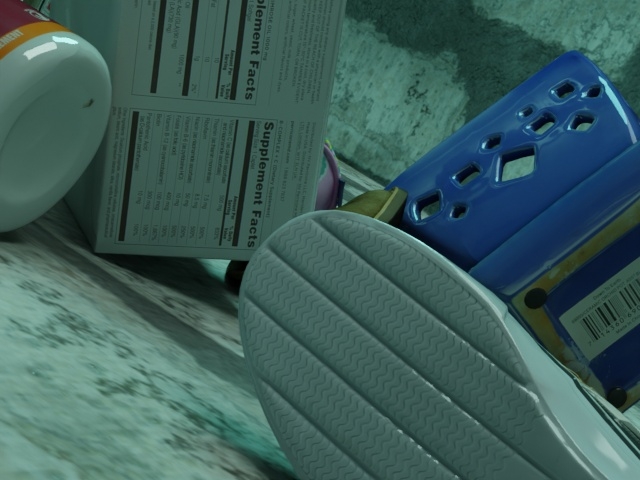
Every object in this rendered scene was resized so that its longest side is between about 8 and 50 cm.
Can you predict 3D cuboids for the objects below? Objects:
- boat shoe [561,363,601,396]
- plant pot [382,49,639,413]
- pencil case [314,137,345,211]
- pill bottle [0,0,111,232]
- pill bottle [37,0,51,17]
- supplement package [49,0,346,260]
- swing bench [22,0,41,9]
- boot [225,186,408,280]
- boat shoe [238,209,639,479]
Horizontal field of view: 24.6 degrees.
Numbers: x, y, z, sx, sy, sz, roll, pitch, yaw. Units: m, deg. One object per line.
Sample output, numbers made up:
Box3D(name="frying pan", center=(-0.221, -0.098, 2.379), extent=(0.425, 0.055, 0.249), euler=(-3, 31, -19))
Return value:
Box3D(name="boat shoe", center=(0.174, 0.124, 1.144), extent=(0.170, 0.063, 0.059), euler=(38, 2, -16))
Box3D(name="plant pot", center=(0.225, 0.011, 1.276), extent=(0.236, 0.236, 0.212), euler=(52, 2, -29))
Box3D(name="pencil case", center=(-0.058, -0.087, 1.467), extent=(0.124, 0.124, 0.284), euler=(28, 6, -16))
Box3D(name="pill bottle", center=(-0.236, -0.106, 0.830), extent=(0.221, 0.121, 0.121), euler=(32, 7, 20))
Box3D(name="pill bottle", center=(-0.212, -0.210, 1.549), extent=(0.162, 0.162, 0.278), euler=(26, 8, -27))
Box3D(name="supplement package", center=(-0.099, -0.122, 1.019), extent=(0.145, 0.204, 0.262), euler=(3, 16, -21))
Box3D(name="swing bench", center=(-0.310, -0.262, 1.111), extent=(0.165, 0.253, 0.255), euler=(32, 7, 17))
Box3D(name="boot", center=(0.000, 0.000, 1.162), extent=(0.115, 0.112, 0.305), euler=(19, 8, 3))
Box3D(name="boat shoe", center=(0.093, 0.119, 0.667), extent=(0.335, 0.121, 0.119), euler=(45, 4, 24))
